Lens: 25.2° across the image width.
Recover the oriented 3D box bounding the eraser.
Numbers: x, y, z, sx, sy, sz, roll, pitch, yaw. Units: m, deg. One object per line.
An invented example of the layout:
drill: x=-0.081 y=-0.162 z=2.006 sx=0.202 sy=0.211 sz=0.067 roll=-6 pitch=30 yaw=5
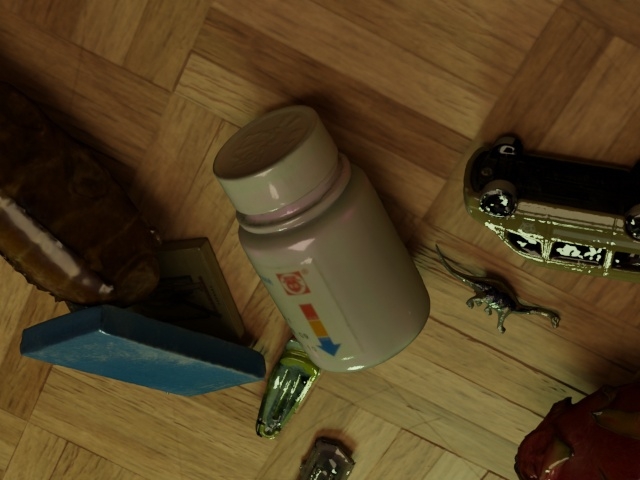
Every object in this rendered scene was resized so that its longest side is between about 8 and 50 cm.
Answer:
eraser: x=-0.218 y=0.144 z=1.822 sx=0.144 sy=0.043 sz=0.312 roll=-18 pitch=155 yaw=34

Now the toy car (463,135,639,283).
toy car: x=0.285 y=-0.027 z=1.604 sx=0.256 sy=0.101 sz=0.124 roll=10 pitch=133 yaw=8

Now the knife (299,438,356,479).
knife: x=-0.038 y=0.413 z=2.088 sx=0.089 sy=0.043 sz=0.365 roll=23 pitch=130 yaw=-3

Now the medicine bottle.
medicine bottle: x=0.000 y=0.000 z=1.666 sx=0.170 sy=0.170 sz=0.293 roll=-14 pitch=123 yaw=26

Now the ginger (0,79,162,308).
ginger: x=-0.384 y=-0.058 z=1.741 sx=0.418 sy=0.176 sz=0.254 roll=41 pitch=140 yaw=-17

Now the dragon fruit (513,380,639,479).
dragon fruit: x=0.405 y=0.286 z=1.740 sx=0.315 sy=0.250 sz=0.250 roll=8 pitch=131 yaw=-11

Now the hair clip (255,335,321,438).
hair clip: x=-0.044 y=0.199 z=1.926 sx=0.060 sy=0.033 sz=0.188 roll=22 pitch=128 yaw=-4

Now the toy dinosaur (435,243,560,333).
toy dinosaur: x=0.205 y=0.072 z=1.750 sx=0.180 sy=0.037 sz=0.058 roll=28 pitch=107 yaw=-15

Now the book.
book: x=-0.230 y=0.074 z=1.890 sx=0.230 sy=0.026 sz=0.161 roll=-6 pitch=125 yaw=22
